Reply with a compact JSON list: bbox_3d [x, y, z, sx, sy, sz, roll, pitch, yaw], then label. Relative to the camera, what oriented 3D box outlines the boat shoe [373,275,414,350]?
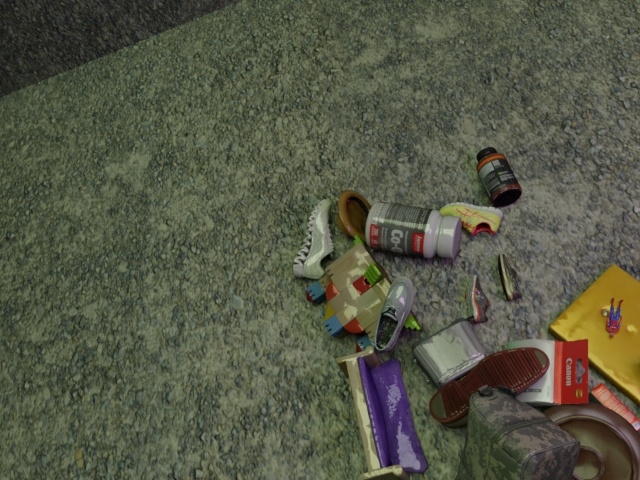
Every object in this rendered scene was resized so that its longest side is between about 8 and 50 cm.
[{"bbox_3d":[0.210,0.214,1.737,0.079,0.081,0.227,19,94,17],"label":"boat shoe"}]

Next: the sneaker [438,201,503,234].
[{"bbox_3d":[0.485,-0.066,1.980,0.208,0.081,0.094,6,66,19],"label":"sneaker"}]

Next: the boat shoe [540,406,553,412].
[{"bbox_3d":[0.645,0.433,1.670,0.060,0.064,0.178,13,65,-17],"label":"boat shoe"}]

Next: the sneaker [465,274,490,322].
[{"bbox_3d":[0.487,0.183,1.865,0.065,0.061,0.158,10,62,-9],"label":"sneaker"}]

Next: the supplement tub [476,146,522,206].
[{"bbox_3d":[0.588,-0.217,2.020,0.106,0.106,0.198,-18,58,6],"label":"supplement tub"}]

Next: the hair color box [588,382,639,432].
[{"bbox_3d":[0.780,0.453,1.607,0.043,0.072,0.141,-36,59,-5],"label":"hair color box"}]

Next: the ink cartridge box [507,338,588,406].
[{"bbox_3d":[0.613,0.357,1.652,0.224,0.056,0.181,-24,46,50],"label":"ink cartridge box"}]

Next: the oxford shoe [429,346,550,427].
[{"bbox_3d":[0.472,0.408,1.668,0.348,0.130,0.123,-30,44,14],"label":"oxford shoe"}]

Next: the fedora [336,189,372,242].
[{"bbox_3d":[0.109,-0.074,2.072,0.079,0.194,0.194,-29,49,41],"label":"fedora"}]

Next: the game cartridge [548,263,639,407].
[{"bbox_3d":[0.866,0.263,1.706,0.285,0.053,0.323,-41,61,-8],"label":"game cartridge"}]

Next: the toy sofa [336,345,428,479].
[{"bbox_3d":[0.173,0.492,1.717,0.177,0.150,0.363,-17,58,8],"label":"toy sofa"}]

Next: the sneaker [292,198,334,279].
[{"bbox_3d":[0.000,0.000,2.080,0.118,0.110,0.292,13,74,14],"label":"sneaker"}]

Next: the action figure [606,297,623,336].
[{"bbox_3d":[0.824,0.217,1.697,0.038,0.030,0.115,13,68,16],"label":"action figure"}]

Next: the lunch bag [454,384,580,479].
[{"bbox_3d":[0.458,0.547,1.498,0.212,0.305,0.256,-6,22,-32],"label":"lunch bag"}]

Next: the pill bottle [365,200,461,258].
[{"bbox_3d":[0.302,-0.030,1.965,0.283,0.161,0.161,10,65,22],"label":"pill bottle"}]

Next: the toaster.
[{"bbox_3d":[0.388,0.331,1.756,0.227,0.129,0.146,-28,58,-3],"label":"toaster"}]

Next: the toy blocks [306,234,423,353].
[{"bbox_3d":[0.111,0.202,1.897,0.261,0.191,0.381,-37,65,7],"label":"toy blocks"}]

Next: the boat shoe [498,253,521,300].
[{"bbox_3d":[0.584,0.112,1.871,0.049,0.056,0.152,-8,69,6],"label":"boat shoe"}]

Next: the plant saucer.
[{"bbox_3d":[0.673,0.569,1.541,0.310,0.050,0.311,-6,73,19],"label":"plant saucer"}]
